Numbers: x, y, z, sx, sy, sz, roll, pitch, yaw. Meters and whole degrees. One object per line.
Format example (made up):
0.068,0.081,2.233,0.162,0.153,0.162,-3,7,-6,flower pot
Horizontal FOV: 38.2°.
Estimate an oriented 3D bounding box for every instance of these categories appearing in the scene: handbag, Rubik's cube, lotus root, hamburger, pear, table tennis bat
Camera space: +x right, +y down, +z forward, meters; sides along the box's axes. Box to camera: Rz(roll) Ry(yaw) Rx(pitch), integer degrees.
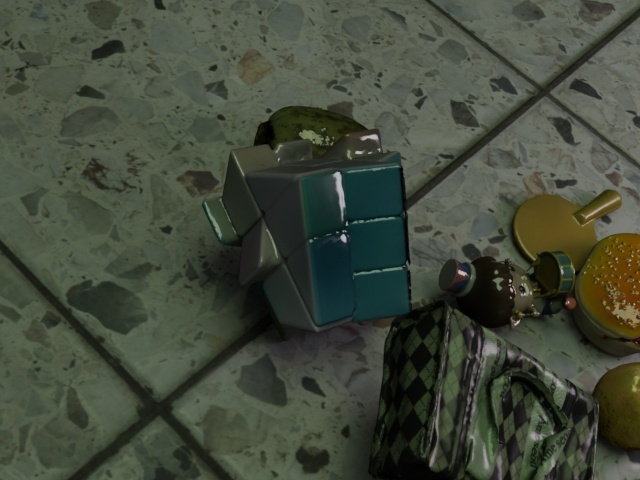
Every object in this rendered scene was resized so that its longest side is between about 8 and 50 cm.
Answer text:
0.292,0.330,1.546,0.416,0.180,0.316,31,49,-26,handbag
0.000,0.000,1.688,0.358,0.368,0.387,-12,104,-38,Rubik's cube
0.018,-0.196,1.970,0.309,0.173,0.173,10,53,-19,lotus root
0.654,0.105,1.945,0.227,0.151,0.295,32,55,7,hamburger
0.609,0.313,1.770,0.178,0.178,0.178,8,53,-11,pear
0.567,-0.038,2.084,0.321,0.050,0.198,-28,72,-28,table tennis bat

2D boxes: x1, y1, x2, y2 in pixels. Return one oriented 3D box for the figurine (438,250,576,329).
0.372,0.094,1.858,0.276,0.158,0.161,-6,48,-22,figurine
